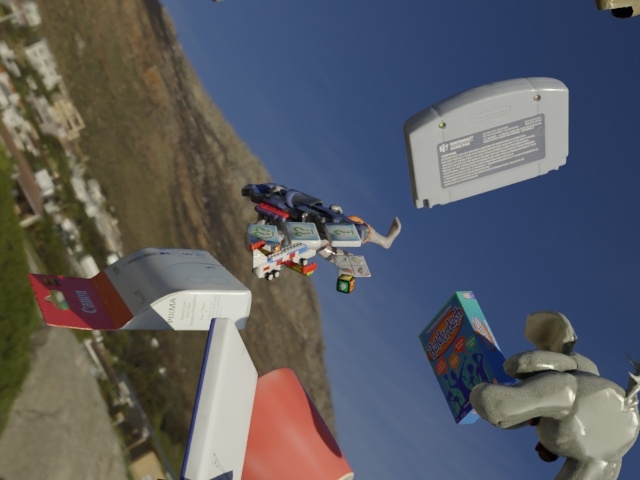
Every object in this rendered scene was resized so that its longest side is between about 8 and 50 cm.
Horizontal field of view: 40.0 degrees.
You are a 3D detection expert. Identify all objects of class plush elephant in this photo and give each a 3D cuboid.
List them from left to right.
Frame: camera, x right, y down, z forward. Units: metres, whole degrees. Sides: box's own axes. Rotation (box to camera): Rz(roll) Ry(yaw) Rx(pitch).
[{"bbox_3d":[0.397,0.270,1.463,0.272,0.330,0.255,57,-5,-5],"label":"plush elephant"}]

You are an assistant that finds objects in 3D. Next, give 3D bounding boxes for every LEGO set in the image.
[{"bbox_3d":[-0.018,0.008,1.342,0.244,0.182,0.060,-107,-161,-65],"label":"LEGO set"}]

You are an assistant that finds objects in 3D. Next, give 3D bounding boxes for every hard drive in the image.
[{"bbox_3d":[-0.163,0.316,1.427,0.210,0.040,0.319,75,18,-52],"label":"hard drive"}]

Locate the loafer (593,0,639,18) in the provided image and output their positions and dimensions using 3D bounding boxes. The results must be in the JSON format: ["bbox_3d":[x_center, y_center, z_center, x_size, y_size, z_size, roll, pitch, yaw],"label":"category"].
[{"bbox_3d":[0.432,-0.333,1.225,0.056,0.148,0.050,-153,-110,-63],"label":"loafer"}]

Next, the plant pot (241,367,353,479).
[{"bbox_3d":[-0.085,0.425,1.707,0.243,0.275,0.275,48,-25,20],"label":"plant pot"}]

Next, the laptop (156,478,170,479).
[{"bbox_3d":[-0.085,0.432,1.164,0.264,0.234,0.137,5,-100,61],"label":"laptop"}]

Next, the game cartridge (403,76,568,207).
[{"bbox_3d":[0.293,-0.178,1.549,0.060,0.294,0.196,-112,-172,-47],"label":"game cartridge"}]

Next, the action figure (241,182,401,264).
[{"bbox_3d":[0.000,0.000,1.744,0.341,0.330,0.179,27,-67,49],"label":"action figure"}]

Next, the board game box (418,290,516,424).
[{"bbox_3d":[0.283,0.230,1.731,0.160,0.047,0.210,-59,-139,41],"label":"board game box"}]

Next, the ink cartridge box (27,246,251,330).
[{"bbox_3d":[-0.370,0.087,1.768,0.308,0.385,0.091,34,-64,61],"label":"ink cartridge box"}]
